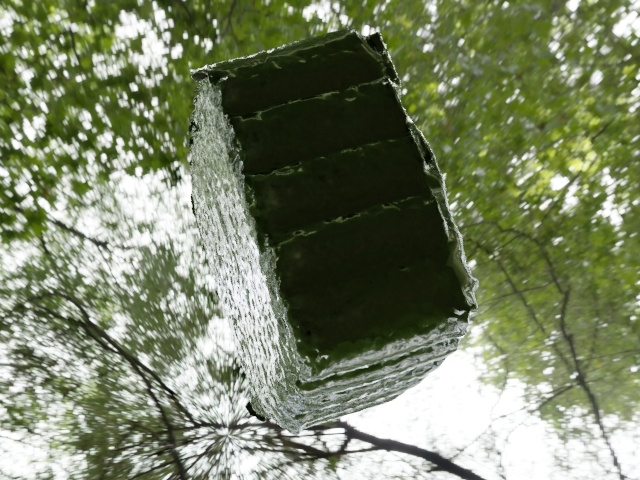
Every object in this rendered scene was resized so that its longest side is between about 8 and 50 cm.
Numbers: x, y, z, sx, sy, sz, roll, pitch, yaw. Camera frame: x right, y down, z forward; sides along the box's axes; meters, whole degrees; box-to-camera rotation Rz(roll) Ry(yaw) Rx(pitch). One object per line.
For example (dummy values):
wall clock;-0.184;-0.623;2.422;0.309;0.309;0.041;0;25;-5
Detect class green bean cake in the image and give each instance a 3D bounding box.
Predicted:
green bean cake;0.000;0.000;0.739;0.156;0.247;0.250;-17;-109;-16
